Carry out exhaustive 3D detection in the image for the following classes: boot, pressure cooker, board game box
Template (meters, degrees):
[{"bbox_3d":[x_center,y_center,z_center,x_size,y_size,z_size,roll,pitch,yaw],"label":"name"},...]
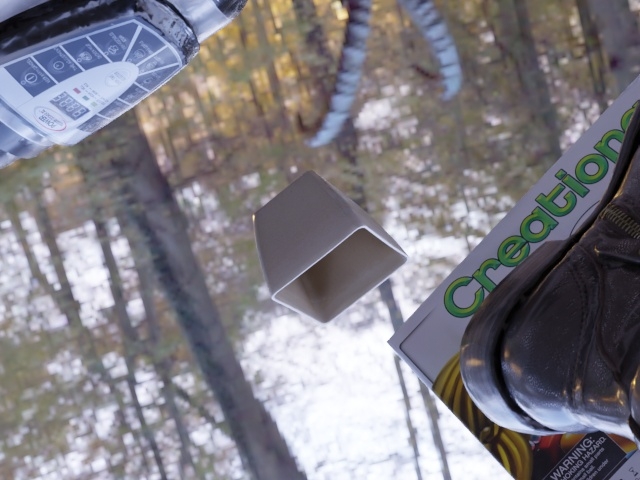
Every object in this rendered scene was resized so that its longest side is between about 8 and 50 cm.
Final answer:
[{"bbox_3d":[0.175,-0.002,0.443,0.263,0.091,0.229,-49,-168,-12],"label":"boot"},{"bbox_3d":[-0.325,-0.280,1.287,0.420,0.370,0.375,-33,-162,6],"label":"pressure cooker"},{"bbox_3d":[0.205,0.017,0.741,0.305,0.053,0.193,-47,-131,3],"label":"board game box"}]

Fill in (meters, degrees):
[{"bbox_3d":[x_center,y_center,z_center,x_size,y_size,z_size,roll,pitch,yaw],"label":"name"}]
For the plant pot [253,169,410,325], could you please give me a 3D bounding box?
[{"bbox_3d":[0.000,0.000,1.174,0.109,0.096,0.109,-38,148,12],"label":"plant pot"}]
